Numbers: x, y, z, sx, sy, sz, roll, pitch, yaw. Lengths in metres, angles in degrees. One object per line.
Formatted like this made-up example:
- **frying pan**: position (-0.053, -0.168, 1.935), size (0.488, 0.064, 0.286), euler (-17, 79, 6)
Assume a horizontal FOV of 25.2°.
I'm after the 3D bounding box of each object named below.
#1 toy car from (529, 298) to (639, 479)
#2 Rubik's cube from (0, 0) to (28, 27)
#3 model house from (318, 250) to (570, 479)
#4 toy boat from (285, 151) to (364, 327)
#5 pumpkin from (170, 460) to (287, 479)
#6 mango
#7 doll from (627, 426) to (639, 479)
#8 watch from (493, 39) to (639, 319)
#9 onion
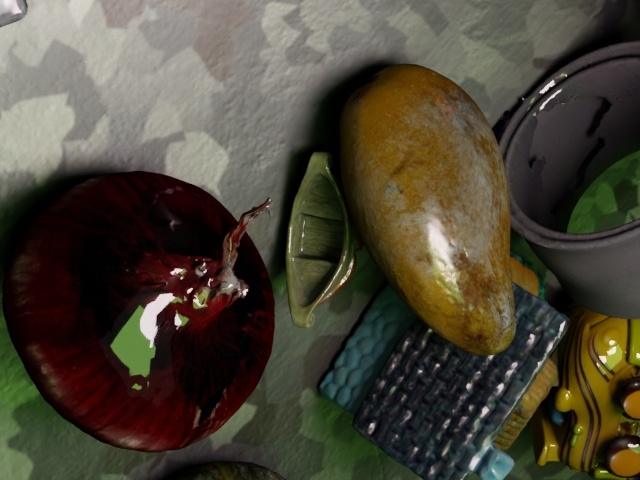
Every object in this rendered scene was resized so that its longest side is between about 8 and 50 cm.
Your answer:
- **toy car**: position (0.324, 0.167, 1.715), size (0.142, 0.200, 0.248), euler (7, 118, -1)
- **Rubik's cube**: position (-0.427, -0.273, 1.030), size (0.303, 0.305, 0.301), euler (-25, 120, -20)
- **model house**: position (0.187, 0.146, 1.586), size (0.226, 0.241, 0.261), euler (31, 92, -32)
- **toy boat**: position (0.001, -0.001, 1.509), size (0.071, 0.089, 0.185), euler (-2, 99, -66)
- **pumpkin**: position (-0.101, 0.347, 1.553), size (0.223, 0.157, 0.224), euler (-4, 101, -24)
- **mango**: position (0.117, -0.030, 1.474), size (0.192, 0.146, 0.316), euler (-11, 81, -47)
- **doll**: position (0.465, 0.239, 1.818), size (0.234, 0.135, 0.143), euler (-28, 150, -14)
- **watch**: position (0.356, -0.095, 1.572), size (0.327, 0.335, 0.314), euler (-35, 130, 10)
- **onion**: position (-0.147, 0.059, 1.345), size (0.273, 0.285, 0.273), euler (16, 66, -39)
